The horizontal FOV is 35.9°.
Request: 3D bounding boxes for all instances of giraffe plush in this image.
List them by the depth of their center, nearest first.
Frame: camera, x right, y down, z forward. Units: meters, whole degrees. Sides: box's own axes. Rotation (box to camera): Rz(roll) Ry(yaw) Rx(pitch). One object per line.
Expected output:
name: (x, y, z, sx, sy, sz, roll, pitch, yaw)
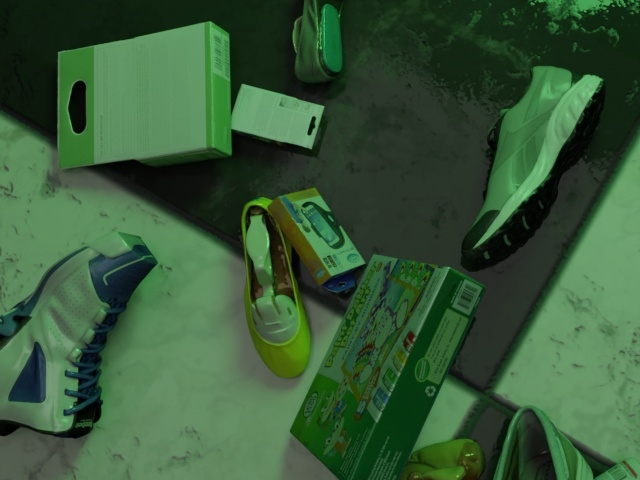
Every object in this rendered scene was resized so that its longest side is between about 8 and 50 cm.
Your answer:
giraffe plush: (0.115, 0.297, 1.121, 0.210, 0.170, 0.181, 40, 89, 11)

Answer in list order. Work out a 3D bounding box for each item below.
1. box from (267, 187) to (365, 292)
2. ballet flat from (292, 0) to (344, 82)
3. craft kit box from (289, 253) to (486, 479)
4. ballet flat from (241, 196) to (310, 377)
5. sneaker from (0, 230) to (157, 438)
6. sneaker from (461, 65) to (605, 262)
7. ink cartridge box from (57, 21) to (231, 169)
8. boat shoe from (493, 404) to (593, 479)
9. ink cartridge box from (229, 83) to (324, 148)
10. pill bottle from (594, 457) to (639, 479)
box: (0.000, 0.000, 1.227, 0.028, 0.081, 0.136, -43, 76, 33)
ballet flat: (-0.004, -0.307, 1.284, 0.068, 0.072, 0.213, -4, 77, 38)
craft kit box: (0.067, 0.141, 1.116, 0.061, 0.247, 0.249, 27, 85, -12)
ballet flat: (-0.064, 0.057, 1.229, 0.077, 0.077, 0.230, -10, 81, 8)
sneaker: (-0.309, 0.141, 1.236, 0.315, 0.127, 0.182, -38, 82, 8)
sneaker: (0.244, -0.093, 1.210, 0.108, 0.100, 0.271, 28, 83, 25)
ink cartridge box: (-0.233, -0.182, 1.301, 0.235, 0.056, 0.171, -6, 80, 23)
boat shoe: (0.217, 0.297, 1.031, 0.118, 0.320, 0.103, -25, 104, 30)
ink cartridge box: (-0.056, -0.157, 1.285, 0.115, 0.029, 0.062, 16, 84, 9)
pill bottle: (0.315, 0.325, 1.132, 0.160, 0.087, 0.087, -32, 79, 2)
